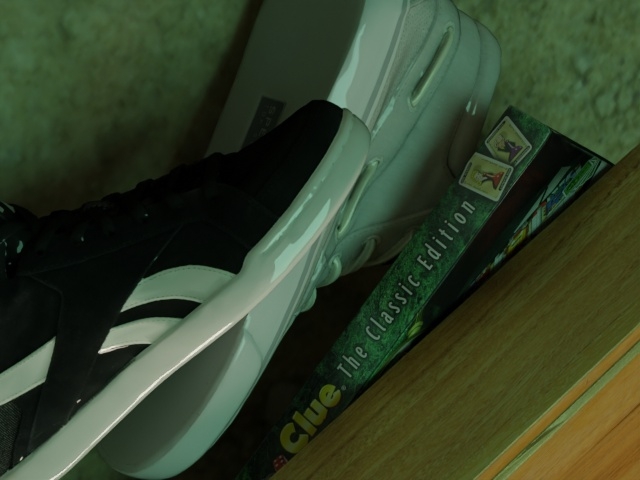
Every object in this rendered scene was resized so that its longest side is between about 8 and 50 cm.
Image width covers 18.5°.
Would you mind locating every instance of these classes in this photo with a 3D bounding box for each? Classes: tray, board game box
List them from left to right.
[{"bbox_3d":[0.038,0.152,0.931,0.411,0.076,0.203,-40,152,-15],"label":"tray"},{"bbox_3d":[0.047,0.059,0.933,0.259,0.030,0.136,-53,155,9],"label":"board game box"}]

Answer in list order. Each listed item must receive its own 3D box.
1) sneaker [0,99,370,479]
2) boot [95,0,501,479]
[{"bbox_3d":[-0.092,-0.002,0.779,0.217,0.079,0.121,-44,104,10],"label":"sneaker"},{"bbox_3d":[0.000,0.000,0.891,0.123,0.095,0.258,24,94,-44],"label":"boot"}]
